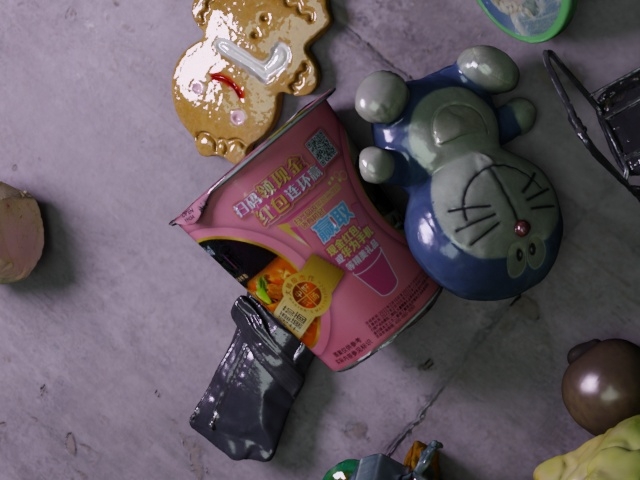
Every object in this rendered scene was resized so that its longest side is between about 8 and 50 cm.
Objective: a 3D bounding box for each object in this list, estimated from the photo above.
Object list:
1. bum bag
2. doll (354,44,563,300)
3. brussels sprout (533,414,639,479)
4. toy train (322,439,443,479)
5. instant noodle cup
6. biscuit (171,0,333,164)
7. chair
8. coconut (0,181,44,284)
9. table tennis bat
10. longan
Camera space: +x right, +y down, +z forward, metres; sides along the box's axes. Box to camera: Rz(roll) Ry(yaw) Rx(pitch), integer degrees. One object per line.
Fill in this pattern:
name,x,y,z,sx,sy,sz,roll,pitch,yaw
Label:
bum bag,-0.070,0.151,1.321,0.123,0.060,0.248,26,105,10
doll,0.151,-0.061,1.138,0.258,0.228,0.154,63,152,14
brussels sprout,0.307,0.336,1.087,0.268,0.344,0.344,-17,95,56
toy train,0.071,0.423,1.268,0.249,0.178,0.429,28,109,0
instant noodle cup,0.000,0.000,1.194,0.244,0.244,0.255,-38,94,21
biscuit,-0.091,-0.212,1.276,0.184,0.035,0.249,38,110,10
chair,0.350,-0.122,1.104,0.140,0.221,0.145,-28,47,22
coconut,-0.447,-0.008,1.382,0.152,0.147,0.147,-4,98,22
table tennis bat,0.176,-0.315,1.126,0.257,0.039,0.160,54,156,21
longan,0.311,0.155,1.172,0.106,0.106,0.119,-52,39,20
